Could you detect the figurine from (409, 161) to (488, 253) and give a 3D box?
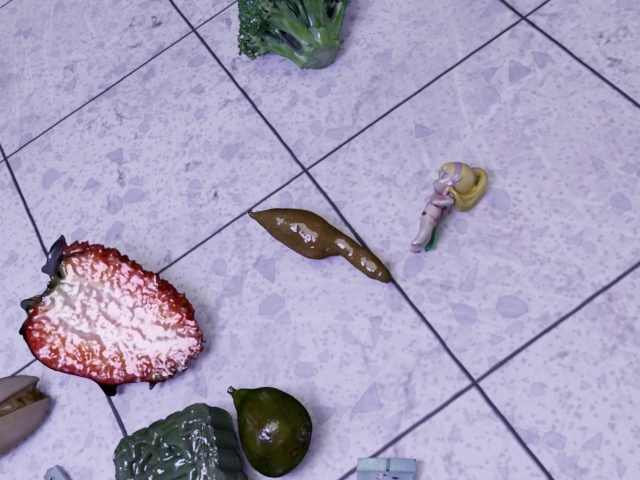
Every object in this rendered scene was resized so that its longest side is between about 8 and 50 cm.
[{"bbox_3d":[0.202,-0.054,1.149,0.083,0.083,0.187,22,65,27],"label":"figurine"}]

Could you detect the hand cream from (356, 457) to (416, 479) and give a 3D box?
[{"bbox_3d":[0.078,0.449,0.918,0.085,0.058,0.331,-5,61,18],"label":"hand cream"}]

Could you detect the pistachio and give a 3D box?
[{"bbox_3d":[-0.544,0.296,1.181,0.185,0.124,0.124,-27,56,-17],"label":"pistachio"}]

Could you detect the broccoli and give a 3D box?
[{"bbox_3d":[-0.043,-0.458,1.376,0.269,0.261,0.242,-17,77,-36],"label":"broccoli"}]

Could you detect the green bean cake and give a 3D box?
[{"bbox_3d":[-0.204,0.348,1.032,0.185,0.094,0.183,-27,57,12],"label":"green bean cake"}]

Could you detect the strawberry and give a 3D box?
[{"bbox_3d":[-0.340,0.143,1.204,0.306,0.138,0.233,28,93,3],"label":"strawberry"}]

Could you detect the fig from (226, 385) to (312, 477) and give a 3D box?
[{"bbox_3d":[-0.081,0.264,1.057,0.117,0.117,0.177,-42,36,-7],"label":"fig"}]

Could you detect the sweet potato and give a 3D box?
[{"bbox_3d":[0.003,0.000,1.183,0.269,0.075,0.075,25,72,17],"label":"sweet potato"}]

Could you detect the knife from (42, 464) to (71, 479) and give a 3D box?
[{"bbox_3d":[-0.386,0.421,1.108,0.162,0.023,0.044,39,83,31],"label":"knife"}]
